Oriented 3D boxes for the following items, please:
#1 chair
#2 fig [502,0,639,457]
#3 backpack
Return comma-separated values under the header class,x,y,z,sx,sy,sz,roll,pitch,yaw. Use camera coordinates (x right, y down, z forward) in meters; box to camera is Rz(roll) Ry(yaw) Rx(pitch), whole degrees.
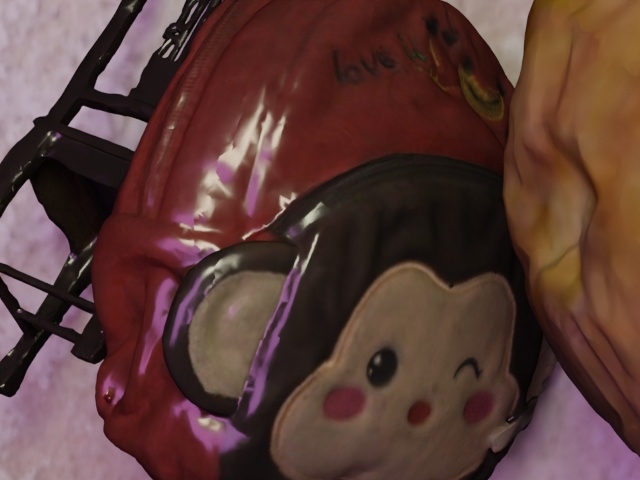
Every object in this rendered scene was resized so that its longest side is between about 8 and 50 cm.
class,x,y,z,sx,sy,sz,roll,pitch,yaw
chair,-0.067,-0.031,0.849,0.106,0.113,0.229,22,66,27
fig,0.178,0.025,0.656,0.286,0.286,0.368,43,143,20
backpack,0.002,0.000,0.740,0.139,0.229,0.229,12,99,39
